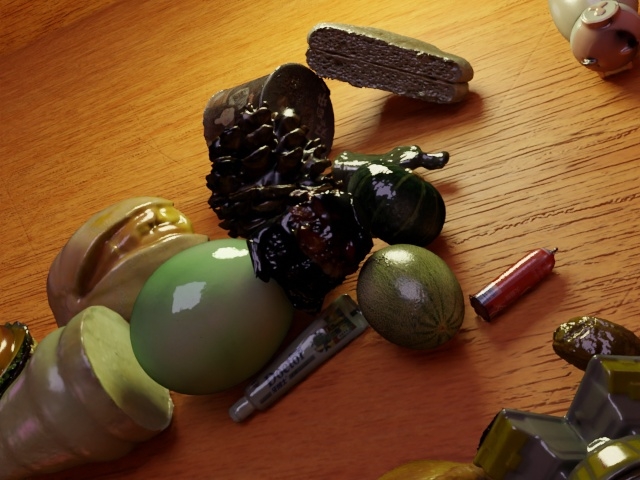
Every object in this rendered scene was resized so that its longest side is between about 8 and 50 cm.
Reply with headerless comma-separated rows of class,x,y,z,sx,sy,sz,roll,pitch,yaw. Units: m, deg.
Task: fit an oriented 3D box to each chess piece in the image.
chess piece,-0.472,0.314,1.088,0.442,0.234,0.234,-34,39,4

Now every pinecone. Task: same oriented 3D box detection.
pinecone,-0.091,-0.104,1.207,0.243,0.257,0.243,-38,6,4

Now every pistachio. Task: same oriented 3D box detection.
pistachio,-0.356,0.057,1.280,0.309,0.230,0.230,-44,40,-20

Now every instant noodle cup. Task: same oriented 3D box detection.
instant noodle cup,-0.112,-0.240,1.429,0.207,0.217,0.217,-1,48,42

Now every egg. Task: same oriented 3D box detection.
egg,-0.161,0.112,1.070,0.269,0.220,0.220,-41,39,-18

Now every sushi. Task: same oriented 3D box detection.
sushi,0.000,0.000,1.025,0.150,0.172,0.153,-29,61,19

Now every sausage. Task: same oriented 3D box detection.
sausage,0.277,0.054,0.978,0.145,0.050,0.048,-37,66,-6

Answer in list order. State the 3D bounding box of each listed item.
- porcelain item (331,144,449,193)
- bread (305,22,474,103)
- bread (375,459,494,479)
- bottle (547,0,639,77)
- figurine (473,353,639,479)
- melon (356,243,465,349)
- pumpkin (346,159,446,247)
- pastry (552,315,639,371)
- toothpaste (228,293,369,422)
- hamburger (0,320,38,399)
porcelain item,0.131,-0.136,1.254,0.215,0.069,0.081,-6,30,30
bread,0.142,-0.363,1.393,0.337,0.102,0.183,18,30,13
bread,0.094,0.330,0.740,0.129,0.134,0.260,2,50,37
bottle,0.487,-0.385,1.213,0.147,0.147,0.236,-15,45,21
figurine,0.303,0.256,0.642,0.342,0.167,0.285,-48,29,14
melon,0.123,0.076,0.982,0.139,0.139,0.192,-36,34,-4
pumpkin,0.121,-0.055,1.103,0.167,0.167,0.125,25,91,47
pastry,0.327,0.130,0.820,0.057,0.109,0.097,-58,13,-15
toothpaste,-0.036,0.183,1.056,0.255,0.037,0.067,-40,70,-9
hamburger,-0.629,0.262,1.298,0.261,0.139,0.243,6,51,38
